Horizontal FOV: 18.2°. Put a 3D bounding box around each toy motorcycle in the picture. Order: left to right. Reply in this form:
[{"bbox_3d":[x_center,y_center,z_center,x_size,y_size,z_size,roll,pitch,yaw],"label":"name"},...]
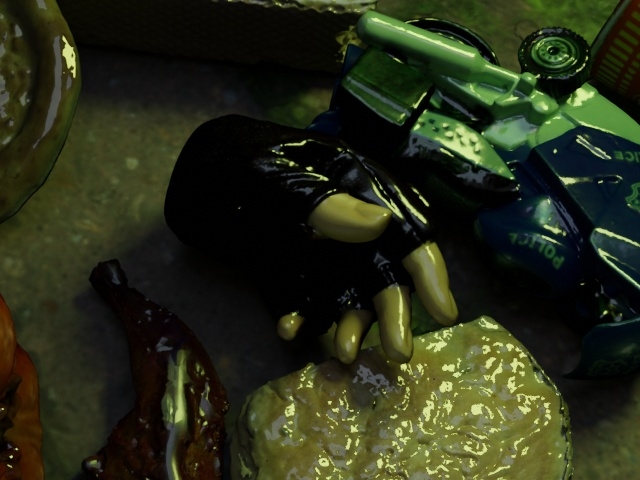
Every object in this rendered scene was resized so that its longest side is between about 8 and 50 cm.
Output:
[{"bbox_3d":[0.146,-0.026,1.312,0.331,0.125,0.196,29,59,8],"label":"toy motorcycle"}]

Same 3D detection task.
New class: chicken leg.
[{"bbox_3d":[-0.104,0.100,1.254,0.093,0.053,0.205,-6,54,8],"label":"chicken leg"}]

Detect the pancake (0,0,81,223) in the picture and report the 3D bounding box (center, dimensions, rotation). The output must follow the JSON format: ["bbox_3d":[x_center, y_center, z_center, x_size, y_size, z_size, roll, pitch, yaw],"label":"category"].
[{"bbox_3d":[-0.278,-0.103,1.332,0.250,0.031,0.250,-3,74,10],"label":"pancake"}]

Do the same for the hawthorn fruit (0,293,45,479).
[{"bbox_3d":[-0.286,0.108,1.158,0.243,0.207,0.207,-3,57,15],"label":"hawthorn fruit"}]

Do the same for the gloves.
[{"bbox_3d":[0.000,0.000,1.253,0.203,0.164,0.124,26,68,11],"label":"gloves"}]

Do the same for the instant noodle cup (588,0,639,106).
[{"bbox_3d":[0.318,-0.122,1.360,0.212,0.193,0.193,40,63,10],"label":"instant noodle cup"}]

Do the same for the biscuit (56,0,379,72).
[{"bbox_3d":[-0.074,-0.170,1.384,0.239,0.108,0.061,7,69,-1],"label":"biscuit"}]

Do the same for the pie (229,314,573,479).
[{"bbox_3d":[0.056,0.143,1.235,0.218,0.052,0.185,-15,59,-16],"label":"pie"}]
